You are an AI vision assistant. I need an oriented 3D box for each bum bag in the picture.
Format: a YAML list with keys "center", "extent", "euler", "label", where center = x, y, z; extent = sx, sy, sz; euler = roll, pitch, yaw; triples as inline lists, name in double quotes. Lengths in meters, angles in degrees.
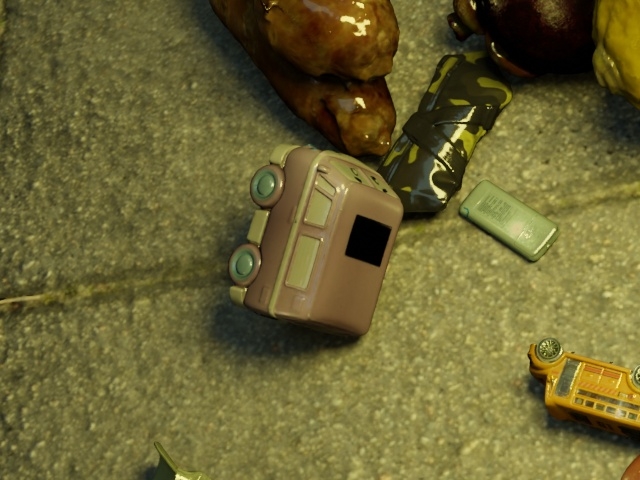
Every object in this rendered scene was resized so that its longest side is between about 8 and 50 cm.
- center: [0.146, -0.126, 1.925]
  extent: [0.107, 0.060, 0.232]
  euler: [25, 78, 27]
  label: "bum bag"

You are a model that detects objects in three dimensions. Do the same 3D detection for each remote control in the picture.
- center: [0.214, -0.024, 1.859]
  extent: [0.124, 0.018, 0.053]
  euler: [35, 81, 36]
  label: "remote control"

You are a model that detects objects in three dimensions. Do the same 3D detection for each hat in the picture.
- center: [-0.156, 0.306, 1.839]
  extent: [0.166, 0.081, 0.122]
  euler: [48, 130, 51]
  label: "hat"

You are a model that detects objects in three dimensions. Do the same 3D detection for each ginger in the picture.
- center: [-0.025, -0.302, 2.006]
  extent: [0.176, 0.254, 0.418]
  euler: [-20, 46, -12]
  label: "ginger"

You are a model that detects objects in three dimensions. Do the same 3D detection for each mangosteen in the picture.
- center: [0.250, -0.283, 1.883]
  extent: [0.250, 0.211, 0.211]
  euler: [-18, 54, 42]
  label: "mangosteen"

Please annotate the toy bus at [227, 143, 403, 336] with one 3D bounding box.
- center: [0.000, 0.000, 1.856]
  extent: [0.142, 0.142, 0.202]
  euler: [14, 87, 42]
  label: "toy bus"

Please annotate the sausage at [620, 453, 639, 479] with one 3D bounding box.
- center: [0.371, 0.207, 1.615]
  extent: [0.194, 0.077, 0.077]
  euler: [-44, 53, 0]
  label: "sausage"

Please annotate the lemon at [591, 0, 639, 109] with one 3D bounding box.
- center: [0.450, -0.262, 1.669]
  extent: [0.387, 0.350, 0.349]
  euler: [-23, 55, 2]
  label: "lemon"

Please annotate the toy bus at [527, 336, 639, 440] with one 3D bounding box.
- center: [0.287, 0.157, 1.690]
  extent: [0.162, 0.069, 0.074]
  euler: [14, 72, 31]
  label: "toy bus"
